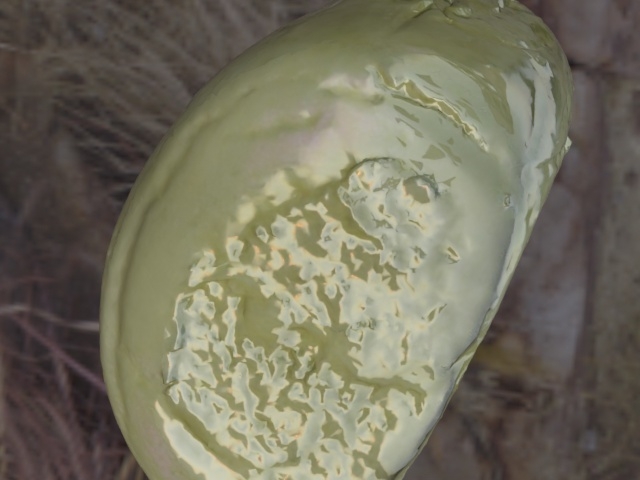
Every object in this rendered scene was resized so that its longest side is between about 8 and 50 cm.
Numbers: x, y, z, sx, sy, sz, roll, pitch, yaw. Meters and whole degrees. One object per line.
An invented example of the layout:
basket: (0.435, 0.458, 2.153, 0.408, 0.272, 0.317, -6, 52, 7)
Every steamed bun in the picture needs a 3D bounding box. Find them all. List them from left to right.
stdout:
steamed bun: (0.000, 0.000, 0.769, 0.273, 0.166, 0.232, -64, 180, 28)
